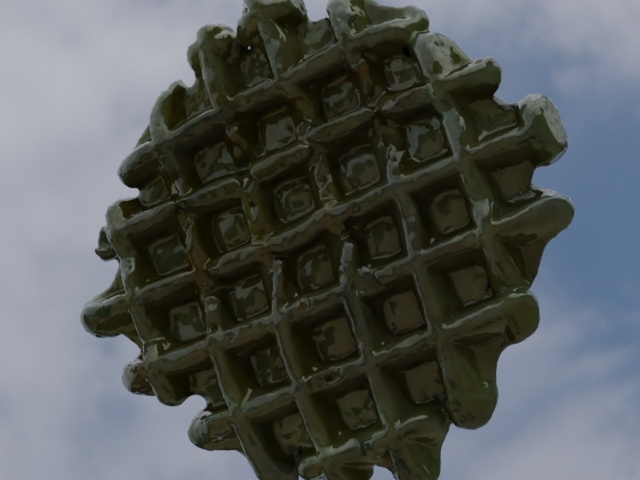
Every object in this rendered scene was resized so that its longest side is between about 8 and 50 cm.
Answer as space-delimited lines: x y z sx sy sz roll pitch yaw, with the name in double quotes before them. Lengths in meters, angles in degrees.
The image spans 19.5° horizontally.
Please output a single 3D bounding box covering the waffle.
"waffle" 0.000 0.000 1.148 0.309 0.292 0.056 -63 -22 7
